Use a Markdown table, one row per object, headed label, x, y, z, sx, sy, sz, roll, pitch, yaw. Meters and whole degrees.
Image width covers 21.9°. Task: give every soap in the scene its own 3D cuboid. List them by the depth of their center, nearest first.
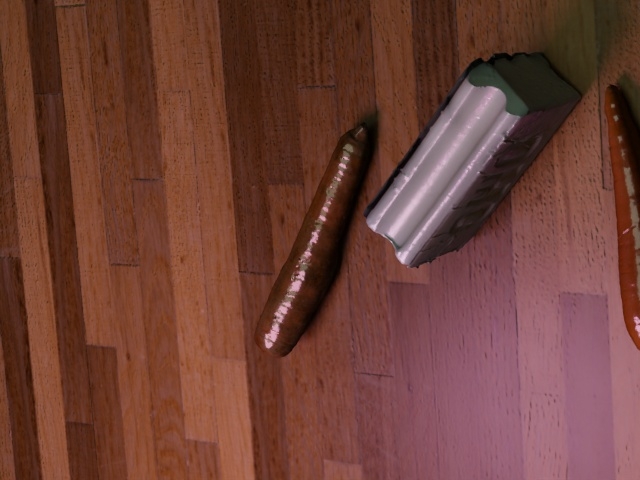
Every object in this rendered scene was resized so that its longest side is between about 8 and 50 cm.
| label | x | y | z | sx | sy | sz | roll | pitch | yaw |
| --- | --- | --- | --- | --- | --- | --- | --- | --- | --- |
| soap | 0.175 | -0.091 | 1.913 | 0.094 | 0.150 | 0.261 | 50 | 125 | 23 |

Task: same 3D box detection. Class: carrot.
| label | x | y | z | sx | sy | sz | roll | pitch | yaw |
| --- | --- | --- | --- | --- | --- | --- | --- | --- | --- |
| carrot | 0.360 | -0.011 | 1.850 | 0.069 | 0.069 | 0.336 | -10 | 87 | 39 |
| carrot | -0.001 | 0.000 | 2.127 | 0.070 | 0.070 | 0.342 | 34 | 113 | 28 |
